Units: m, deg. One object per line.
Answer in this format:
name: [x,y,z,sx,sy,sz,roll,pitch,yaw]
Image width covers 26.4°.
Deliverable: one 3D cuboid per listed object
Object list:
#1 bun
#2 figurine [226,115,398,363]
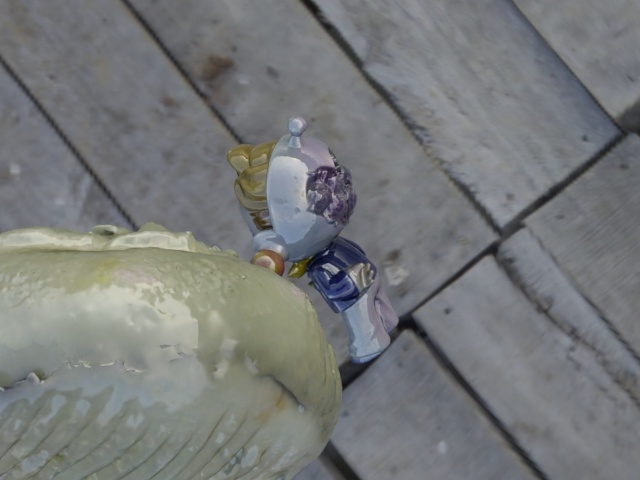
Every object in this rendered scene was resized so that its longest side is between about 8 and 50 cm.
bun: [-0.106,0.070,0.728,0.239,0.239,0.141,-16,59,17]
figurine: [-0.002,0.008,1.496,0.133,0.194,0.274,-22,88,31]
